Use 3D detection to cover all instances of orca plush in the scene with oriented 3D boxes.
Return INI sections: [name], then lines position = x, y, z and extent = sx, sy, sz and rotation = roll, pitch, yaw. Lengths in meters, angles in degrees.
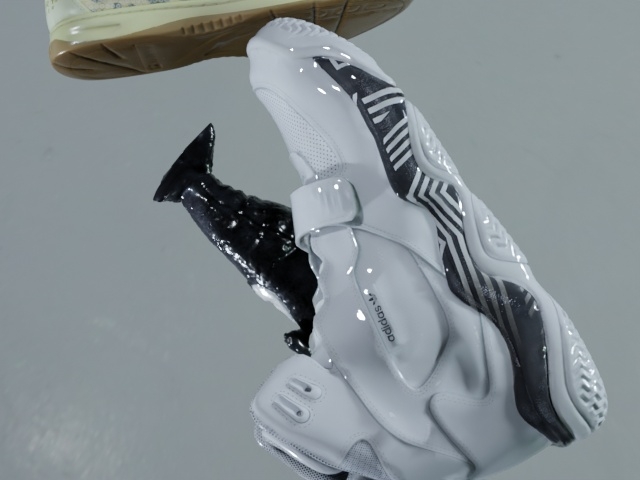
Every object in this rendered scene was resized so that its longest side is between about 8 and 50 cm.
[orca plush]
position = 0.000, 0.000, 1.540
extent = 0.287, 0.151, 0.102
rotation = 47, 137, -1

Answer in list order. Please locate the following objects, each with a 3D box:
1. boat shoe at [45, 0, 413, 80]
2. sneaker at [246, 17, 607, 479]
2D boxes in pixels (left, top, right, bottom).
[boat shoe]
position = -0.070, -0.192, 1.328
extent = 0.285, 0.104, 0.089
rotation = -9, 74, -7
[sneaker]
position = 0.013, 0.029, 1.188
extent = 0.210, 0.137, 0.366
rotation = -35, 79, -9
